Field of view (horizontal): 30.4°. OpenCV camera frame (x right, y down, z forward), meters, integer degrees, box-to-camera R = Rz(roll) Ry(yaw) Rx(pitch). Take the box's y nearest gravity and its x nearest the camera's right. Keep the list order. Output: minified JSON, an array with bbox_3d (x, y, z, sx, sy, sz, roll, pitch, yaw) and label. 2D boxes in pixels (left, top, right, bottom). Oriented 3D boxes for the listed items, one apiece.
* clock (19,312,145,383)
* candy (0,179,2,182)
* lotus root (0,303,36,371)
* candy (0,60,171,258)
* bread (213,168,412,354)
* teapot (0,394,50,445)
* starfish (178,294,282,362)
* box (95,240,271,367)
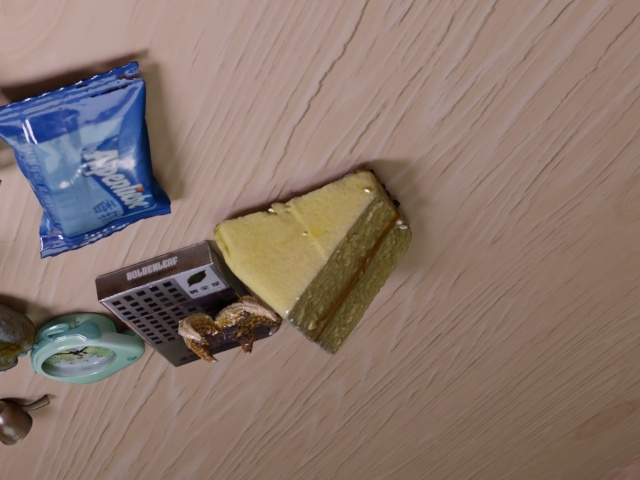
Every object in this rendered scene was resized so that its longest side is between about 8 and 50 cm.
[{"bbox_3d":[-0.379,0.164,1.842,0.148,0.060,0.189,-27,151,26],"label":"clock"},{"bbox_3d":[-0.455,-0.103,1.256,0.187,0.081,0.297,-13,154,-7],"label":"candy"},{"bbox_3d":[-0.494,0.132,1.693,0.113,0.088,0.192,-41,146,14],"label":"lotus root"},{"bbox_3d":[-0.278,-0.085,1.396,0.187,0.077,0.331,-18,155,-8],"label":"candy"},{"bbox_3d":[0.000,0.000,1.701,0.236,0.198,0.263,-48,156,-3],"label":"bread"},{"bbox_3d":[-0.527,0.297,2.051,0.110,0.085,0.080,-40,131,-10],"label":"teapot"},{"bbox_3d":[-0.138,0.130,1.781,0.216,0.071,0.238,-31,166,29],"label":"starfish"},{"bbox_3d":[-0.204,0.107,1.836,0.180,0.047,0.325,-18,154,6],"label":"box"}]
